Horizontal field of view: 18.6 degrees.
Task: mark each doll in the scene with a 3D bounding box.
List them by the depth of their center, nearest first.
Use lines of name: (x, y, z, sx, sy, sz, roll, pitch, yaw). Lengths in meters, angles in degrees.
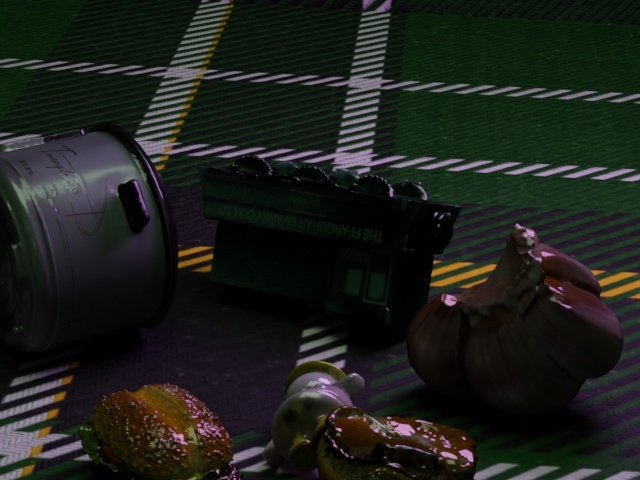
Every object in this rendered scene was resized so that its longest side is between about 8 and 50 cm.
doll: (-0.006, 0.175, 1.969, 0.081, 0.129, 0.207, 47, 9, -7)

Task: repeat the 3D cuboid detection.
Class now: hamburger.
hamburger: (-0.157, 0.197, 1.899, 0.137, 0.087, 0.166, -10, 25, -28)

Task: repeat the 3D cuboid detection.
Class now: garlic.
garlic: (0.211, 0.112, 2.073, 0.191, 0.214, 0.160, 40, 14, -41)

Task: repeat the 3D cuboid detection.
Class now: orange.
orange: (0.072, 0.222, 1.834, 0.170, 0.112, 0.160, 28, 13, 3)

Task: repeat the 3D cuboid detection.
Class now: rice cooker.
rice cooker: (-0.275, -0.004, 2.199, 0.227, 0.241, 0.280, -14, -10, -29)

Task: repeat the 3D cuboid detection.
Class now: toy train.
toy train: (0.000, 0.000, 2.297, 0.330, 0.178, 0.138, 9, 4, 30)
